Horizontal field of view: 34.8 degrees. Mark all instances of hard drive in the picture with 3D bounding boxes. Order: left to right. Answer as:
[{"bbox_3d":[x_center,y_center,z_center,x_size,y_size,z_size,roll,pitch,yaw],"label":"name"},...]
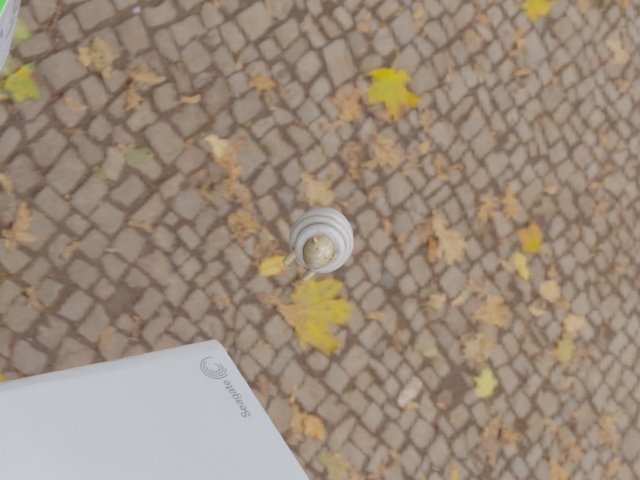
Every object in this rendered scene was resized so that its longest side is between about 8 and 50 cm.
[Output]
[{"bbox_3d":[-0.192,0.201,0.823,0.353,0.233,0.047,-8,134,-34],"label":"hard drive"}]

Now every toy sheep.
[{"bbox_3d":[0.000,0.000,1.295,0.091,0.132,0.091,2,115,4],"label":"toy sheep"}]

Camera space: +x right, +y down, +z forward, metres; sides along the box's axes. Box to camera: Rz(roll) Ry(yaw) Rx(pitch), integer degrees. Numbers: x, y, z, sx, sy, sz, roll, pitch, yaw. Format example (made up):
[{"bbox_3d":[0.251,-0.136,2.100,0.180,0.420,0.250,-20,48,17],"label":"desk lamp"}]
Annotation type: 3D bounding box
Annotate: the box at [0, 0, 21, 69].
[{"bbox_3d":[-0.468,-0.227,1.249,0.127,0.231,0.262,20,55,-14],"label":"box"}]
